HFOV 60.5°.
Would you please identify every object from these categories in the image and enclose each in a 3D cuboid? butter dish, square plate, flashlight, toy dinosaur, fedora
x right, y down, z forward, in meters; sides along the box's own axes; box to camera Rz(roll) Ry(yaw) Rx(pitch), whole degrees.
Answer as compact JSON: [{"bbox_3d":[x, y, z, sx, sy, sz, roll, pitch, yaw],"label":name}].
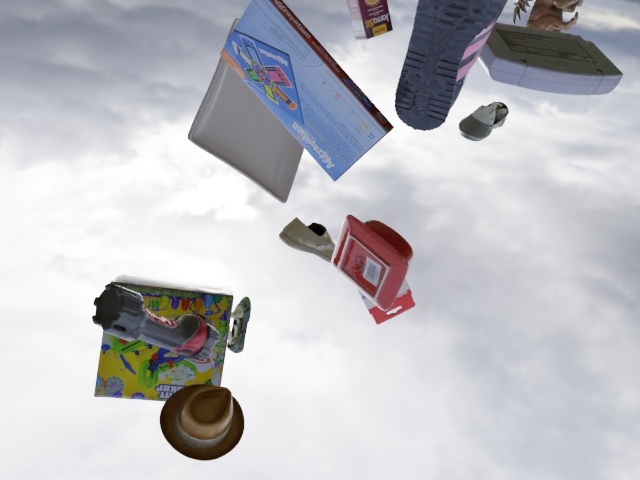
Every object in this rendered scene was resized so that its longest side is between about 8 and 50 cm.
[{"bbox_3d":[0.119,0.027,1.069,0.118,0.160,0.160,-31,-119,-35],"label":"butter dish"},{"bbox_3d":[-0.161,-0.318,1.408,0.049,0.343,0.347,2,159,41],"label":"square plate"},{"bbox_3d":[-0.328,0.167,1.121,0.103,0.103,0.304,23,167,33],"label":"flashlight"},{"bbox_3d":[0.626,-0.625,1.557,0.201,0.295,0.127,3,169,29],"label":"toy dinosaur"},{"bbox_3d":[-0.240,0.365,1.163,0.195,0.079,0.194,20,-148,-14],"label":"fedora"}]

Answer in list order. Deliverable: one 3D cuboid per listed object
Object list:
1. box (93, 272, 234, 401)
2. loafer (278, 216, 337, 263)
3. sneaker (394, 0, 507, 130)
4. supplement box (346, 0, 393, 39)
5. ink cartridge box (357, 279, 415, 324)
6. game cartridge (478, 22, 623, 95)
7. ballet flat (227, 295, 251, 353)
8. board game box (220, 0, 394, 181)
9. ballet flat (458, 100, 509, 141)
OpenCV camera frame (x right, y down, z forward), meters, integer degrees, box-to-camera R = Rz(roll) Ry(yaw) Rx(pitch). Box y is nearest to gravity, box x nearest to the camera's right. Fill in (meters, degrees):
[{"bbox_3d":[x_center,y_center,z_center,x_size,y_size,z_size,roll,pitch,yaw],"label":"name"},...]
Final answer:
[{"bbox_3d":[-0.384,0.244,1.380,0.290,0.278,0.177,9,-178,-12],"label":"box"},{"bbox_3d":[0.000,0.000,1.665,0.269,0.092,0.102,18,-163,-40],"label":"loafer"},{"bbox_3d":[0.188,-0.311,0.765,0.112,0.319,0.131,26,-129,3],"label":"sneaker"},{"bbox_3d":[0.151,-0.745,1.744,0.104,0.188,0.081,-26,-153,-16],"label":"supplement box"},{"bbox_3d":[0.164,0.113,1.534,0.134,0.231,0.078,-27,-148,1],"label":"ink cartridge box"},{"bbox_3d":[0.463,-0.379,1.147,0.298,0.062,0.198,3,-130,-13],"label":"game cartridge"},{"bbox_3d":[-0.266,0.268,1.772,0.070,0.070,0.188,7,-108,-9],"label":"ballet flat"},{"bbox_3d":[-0.027,-0.236,0.856,0.281,0.145,0.027,48,-134,-3],"label":"board game box"},{"bbox_3d":[0.364,-0.274,1.219,0.072,0.068,0.213,33,-146,18],"label":"ballet flat"}]
